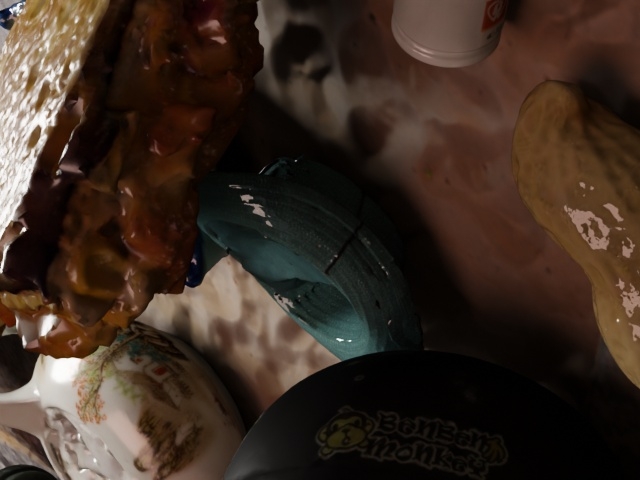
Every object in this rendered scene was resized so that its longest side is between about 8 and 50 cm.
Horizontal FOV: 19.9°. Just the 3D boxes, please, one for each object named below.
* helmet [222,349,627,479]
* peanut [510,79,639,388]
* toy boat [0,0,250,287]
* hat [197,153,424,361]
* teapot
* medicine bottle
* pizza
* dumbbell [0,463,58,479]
[{"bbox_3d":[0.075,0.149,1.036,0.279,0.160,0.230,3,145,14],"label":"helmet"},{"bbox_3d":[0.153,0.005,0.879,0.187,0.082,0.082,59,150,-4],"label":"peanut"},{"bbox_3d":[-0.148,-0.066,1.197,0.262,0.115,0.114,41,147,23],"label":"toy boat"},{"bbox_3d":[0.000,0.000,1.098,0.191,0.078,0.138,45,162,-20],"label":"hat"},{"bbox_3d":[-0.155,0.152,1.398,0.298,0.139,0.204,38,148,26],"label":"teapot"},{"bbox_3d":[0.066,-0.133,0.886,0.057,0.057,0.089,39,146,26],"label":"medicine bottle"},{"bbox_3d":[-0.123,-0.067,1.020,0.408,0.114,0.277,-59,28,26],"label":"pizza"},{"bbox_3d":[-0.225,0.256,1.643,0.254,0.110,0.110,-9,112,50],"label":"dumbbell"}]
